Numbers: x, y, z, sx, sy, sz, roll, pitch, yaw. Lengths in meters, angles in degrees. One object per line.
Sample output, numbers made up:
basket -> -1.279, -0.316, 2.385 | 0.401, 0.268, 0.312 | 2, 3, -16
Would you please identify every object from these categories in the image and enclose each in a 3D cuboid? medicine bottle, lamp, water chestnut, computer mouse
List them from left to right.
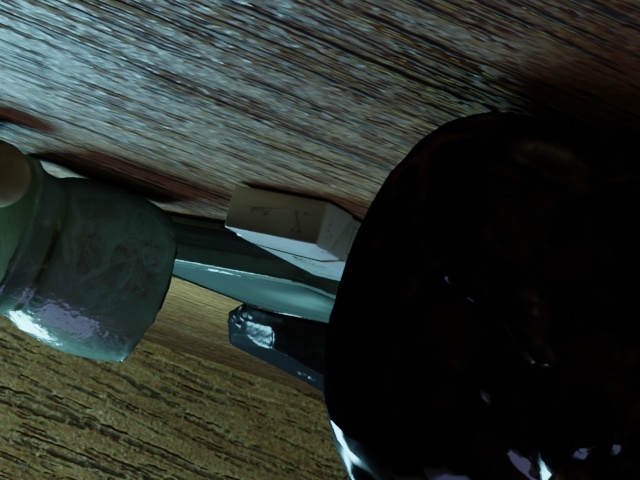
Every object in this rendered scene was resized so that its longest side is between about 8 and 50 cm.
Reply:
medicine bottle -> -0.213, 0.017, 1.639 | 0.143, 0.147, 0.147 | 21, 171, -22
lamp -> -0.031, 0.039, 1.792 | 0.269, 0.047, 0.266 | 10, 169, 38
computer mouse -> -0.007, 0.123, 2.228 | 0.217, 0.073, 0.122 | 28, 164, -30
water chestnut -> 0.124, 0.077, 0.977 | 0.244, 0.289, 0.289 | -3, -172, -44

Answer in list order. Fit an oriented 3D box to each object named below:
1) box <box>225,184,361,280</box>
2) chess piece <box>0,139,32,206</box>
box -> 0.000, 0.000, 1.498 | 0.084, 0.040, 0.154 | 14, 171, 30
chess piece -> -0.351, -0.060, 1.571 | 0.307, 0.124, 0.139 | 6, 137, 35
